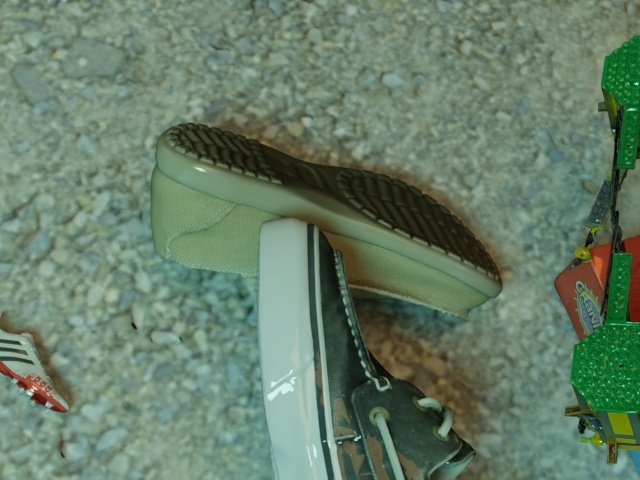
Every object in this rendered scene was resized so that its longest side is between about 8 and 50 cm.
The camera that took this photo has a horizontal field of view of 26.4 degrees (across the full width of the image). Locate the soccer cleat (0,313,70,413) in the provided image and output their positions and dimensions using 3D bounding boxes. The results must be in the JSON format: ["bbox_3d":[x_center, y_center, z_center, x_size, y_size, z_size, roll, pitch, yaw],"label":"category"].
[{"bbox_3d":[-0.193,0.081,0.898,0.083,0.029,0.035,36,66,10],"label":"soccer cleat"}]

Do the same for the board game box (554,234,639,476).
[{"bbox_3d":[0.363,0.089,1.006,0.317,0.064,0.242,-14,69,-19],"label":"board game box"}]

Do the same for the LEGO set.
[{"bbox_3d":[0.293,0.029,0.915,0.255,0.192,0.331,-6,59,16],"label":"LEGO set"}]

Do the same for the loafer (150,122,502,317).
[{"bbox_3d":[0.000,0.000,0.950,0.269,0.092,0.102,20,25,-18],"label":"loafer"}]

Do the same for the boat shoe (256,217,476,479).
[{"bbox_3d":[0.035,0.140,0.821,0.119,0.121,0.335,-11,72,0],"label":"boat shoe"}]
